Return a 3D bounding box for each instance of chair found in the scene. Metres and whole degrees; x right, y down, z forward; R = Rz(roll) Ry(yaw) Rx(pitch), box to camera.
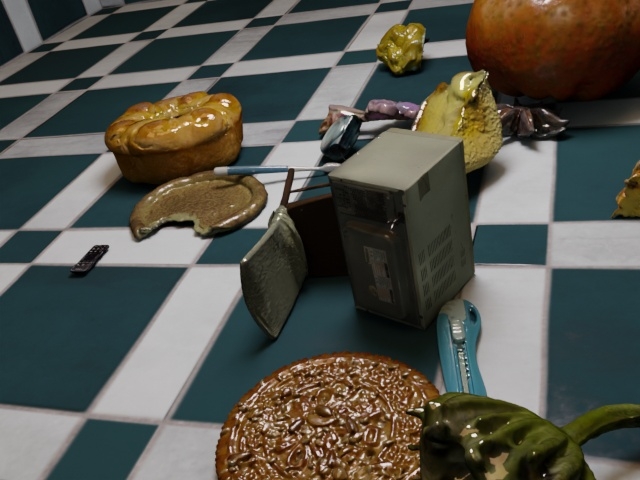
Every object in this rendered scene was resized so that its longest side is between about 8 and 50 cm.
[{"bbox_3d":[0.000,0.000,1.169,0.186,0.160,0.319,-7,30,13],"label":"chair"}]

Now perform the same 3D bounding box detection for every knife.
[{"bbox_3d":[0.193,0.150,0.976,0.064,0.031,0.222,-4,33,8],"label":"knife"}]

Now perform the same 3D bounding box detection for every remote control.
[{"bbox_3d":[-0.450,0.038,1.408,0.039,0.014,0.096,-1,32,19],"label":"remote control"}]

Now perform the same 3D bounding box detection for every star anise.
[{"bbox_3d":[0.413,-0.249,1.497,0.205,0.061,0.181,10,26,25],"label":"star anise"}]

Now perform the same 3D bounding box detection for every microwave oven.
[{"bbox_3d":[0.121,-0.017,1.068,0.145,0.240,0.194,18,43,39],"label":"microwave oven"}]

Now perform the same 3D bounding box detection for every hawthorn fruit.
[{"bbox_3d":[0.507,-0.488,1.510,0.403,0.402,0.402,-9,32,6],"label":"hawthorn fruit"}]

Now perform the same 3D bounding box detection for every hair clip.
[{"bbox_3d":[0.131,-0.285,1.631,0.301,0.069,0.173,0,11,25],"label":"hair clip"}]

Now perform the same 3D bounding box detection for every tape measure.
[{"bbox_3d":[0.095,-0.205,1.579,0.180,0.104,0.107,15,-5,-19],"label":"tape measure"}]

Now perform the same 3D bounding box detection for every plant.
[{"bbox_3d":[0.244,0.245,0.763,0.334,0.180,0.251,-3,31,-41],"label":"plant"}]

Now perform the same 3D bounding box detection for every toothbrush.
[{"bbox_3d":[-0.090,-0.153,1.536,0.276,0.019,0.025,-2,25,1],"label":"toothbrush"}]

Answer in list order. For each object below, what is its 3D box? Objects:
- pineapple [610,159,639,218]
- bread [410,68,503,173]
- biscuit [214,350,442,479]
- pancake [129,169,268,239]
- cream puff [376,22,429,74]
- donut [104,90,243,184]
[{"bbox_3d":[0.608,-0.135,1.183,0.250,0.139,0.164,-3,31,22],"label":"pineapple"},{"bbox_3d":[0.268,-0.196,1.401,0.174,0.133,0.251,-16,48,56],"label":"bread"},{"bbox_3d":[0.013,0.240,0.892,0.306,0.038,0.305,-9,32,6],"label":"biscuit"},{"bbox_3d":[-0.258,-0.073,1.497,0.286,0.033,0.288,-28,35,-24],"label":"pancake"},{"bbox_3d":[0.219,-0.519,1.946,0.156,0.121,0.156,-12,36,9],"label":"cream puff"},{"bbox_3d":[-0.334,-0.248,1.691,0.318,0.150,0.299,6,36,30],"label":"donut"}]
